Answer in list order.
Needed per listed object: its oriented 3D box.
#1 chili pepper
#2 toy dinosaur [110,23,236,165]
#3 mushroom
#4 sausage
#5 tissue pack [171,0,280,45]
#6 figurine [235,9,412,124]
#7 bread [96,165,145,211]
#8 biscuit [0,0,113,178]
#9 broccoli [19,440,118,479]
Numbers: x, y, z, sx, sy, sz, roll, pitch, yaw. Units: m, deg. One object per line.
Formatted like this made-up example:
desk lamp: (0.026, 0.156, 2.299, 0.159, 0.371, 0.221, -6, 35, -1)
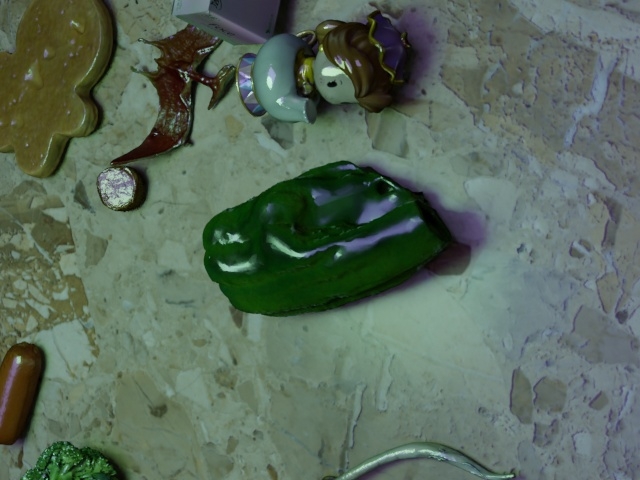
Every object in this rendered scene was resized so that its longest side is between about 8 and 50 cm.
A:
chili pepper: (-0.006, -0.005, 1.363, 0.385, 0.167, 0.213, -18, 81, 25)
toy dinosaur: (-0.258, -0.279, 1.541, 0.327, 0.113, 0.206, -45, 69, 21)
mushroom: (0.132, 0.334, 1.350, 0.306, 0.043, 0.068, -17, 97, 25)
sausage: (-0.564, 0.280, 1.700, 0.076, 0.076, 0.197, 19, 95, 27)
tissue pack: (-0.126, -0.442, 1.435, 0.093, 0.149, 0.246, 7, 84, 40)
figurine: (0.010, -0.255, 1.383, 0.264, 0.142, 0.189, -6, 62, 27)
bread: (-0.345, -0.090, 1.611, 0.085, 0.053, 0.084, 0, 88, 8)
biscuit: (-0.497, -0.298, 1.702, 0.275, 0.052, 0.354, 28, 100, 26)
broccoli: (-0.426, 0.439, 1.581, 0.196, 0.156, 0.195, 1, 111, 3)
